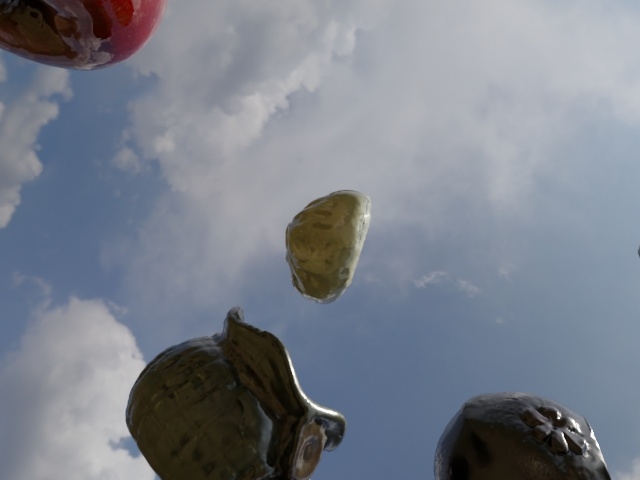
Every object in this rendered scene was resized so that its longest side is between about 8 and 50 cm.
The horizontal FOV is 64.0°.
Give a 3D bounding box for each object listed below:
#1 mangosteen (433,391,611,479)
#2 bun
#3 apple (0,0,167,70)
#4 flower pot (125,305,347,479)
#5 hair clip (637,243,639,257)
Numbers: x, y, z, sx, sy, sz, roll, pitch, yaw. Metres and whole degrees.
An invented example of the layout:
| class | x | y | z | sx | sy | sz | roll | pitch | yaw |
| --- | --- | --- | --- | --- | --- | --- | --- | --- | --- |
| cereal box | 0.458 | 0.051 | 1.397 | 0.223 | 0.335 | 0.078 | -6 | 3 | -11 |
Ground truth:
| class | x | y | z | sx | sy | sz | roll | pitch | yaw |
| --- | --- | --- | --- | --- | --- | --- | --- | --- | --- |
| mangosteen | 0.293 | 0.367 | 0.733 | 0.233 | 0.287 | 0.288 | -16 | -117 | 8 |
| bun | 0.000 | 0.000 | 0.733 | 0.183 | 0.102 | 0.183 | -158 | -90 | -83 |
| apple | -0.294 | -0.324 | 0.557 | 0.260 | 0.260 | 0.217 | -4 | -109 | 34 |
| flower pot | -0.107 | 0.260 | 0.715 | 0.213 | 0.302 | 0.301 | -41 | -130 | -17 |
| hair clip | 0.247 | 0.049 | 0.090 | 0.238 | 0.318 | 0.392 | 15 | -121 | 7 |
